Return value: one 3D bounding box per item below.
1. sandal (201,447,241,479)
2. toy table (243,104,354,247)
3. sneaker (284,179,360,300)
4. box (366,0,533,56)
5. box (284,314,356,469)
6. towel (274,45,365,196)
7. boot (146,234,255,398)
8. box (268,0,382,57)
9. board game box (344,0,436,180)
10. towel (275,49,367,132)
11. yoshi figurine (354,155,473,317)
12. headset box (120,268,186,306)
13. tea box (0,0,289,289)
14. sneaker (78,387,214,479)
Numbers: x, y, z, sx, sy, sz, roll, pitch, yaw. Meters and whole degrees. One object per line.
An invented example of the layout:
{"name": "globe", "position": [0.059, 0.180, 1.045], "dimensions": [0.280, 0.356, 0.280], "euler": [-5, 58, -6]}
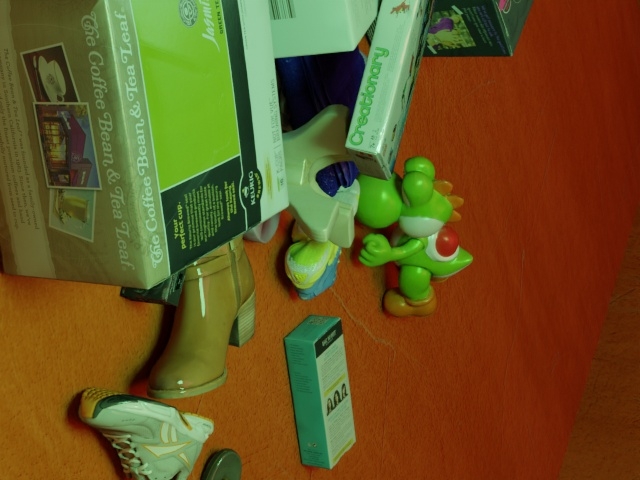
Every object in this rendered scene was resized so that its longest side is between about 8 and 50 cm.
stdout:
{"name": "sandal", "position": [-0.149, 0.423, 1.838], "dimensions": [0.090, 0.060, 0.219], "euler": [41, 59, -56]}
{"name": "toy table", "position": [-0.032, -0.102, 1.815], "dimensions": [0.274, 0.161, 0.252], "euler": [79, 24, -54]}
{"name": "sneaker", "position": [0.000, 0.000, 2.049], "dimensions": [0.126, 0.091, 0.240], "euler": [91, 22, -48]}
{"name": "box", "position": [0.218, -0.427, 2.166], "dimensions": [0.165, 0.270, 0.143], "euler": [-67, 147, -32]}
{"name": "box", "position": [0.001, 0.257, 2.088], "dimensions": [0.100, 0.060, 0.244], "euler": [-38, 127, -54]}
{"name": "towel", "position": [0.023, -0.248, 1.968], "dimensions": [0.227, 0.076, 0.308], "euler": [-55, 140, -43]}
{"name": "boot", "position": [-0.168, 0.076, 1.698], "dimensions": [0.283, 0.109, 0.220], "euler": [-40, 130, -55]}
{"name": "box", "position": [-0.028, -0.389, 1.712], "dimensions": [0.345, 0.215, 0.168], "euler": [-63, 146, -58]}
{"name": "board game box", "position": [0.106, -0.252, 1.763], "dimensions": [0.193, 0.053, 0.305], "euler": [47, 57, -78]}
{"name": "towel", "position": [-0.001, -0.254, 2.040], "dimensions": [0.285, 0.034, 0.209], "euler": [22, 75, -61]}
{"name": "yoshi figurine", "position": [0.141, -0.023, 2.247], "dimensions": [0.203, 0.203, 0.362], "euler": [-26, 143, -13]}
{"name": "headset box", "position": [-0.218, 0.052, 1.633], "dimensions": [0.032, 0.083, 0.062], "euler": [33, 66, -59]}
{"name": "tea box", "position": [-0.219, -0.153, 1.459], "dimensions": [0.323, 0.220, 0.328], "euler": [-33, 122, -57]}
{"name": "sneaker", "position": [-0.233, 0.272, 1.630], "dimensions": [0.262, 0.099, 0.121], "euler": [34, 69, -57]}
